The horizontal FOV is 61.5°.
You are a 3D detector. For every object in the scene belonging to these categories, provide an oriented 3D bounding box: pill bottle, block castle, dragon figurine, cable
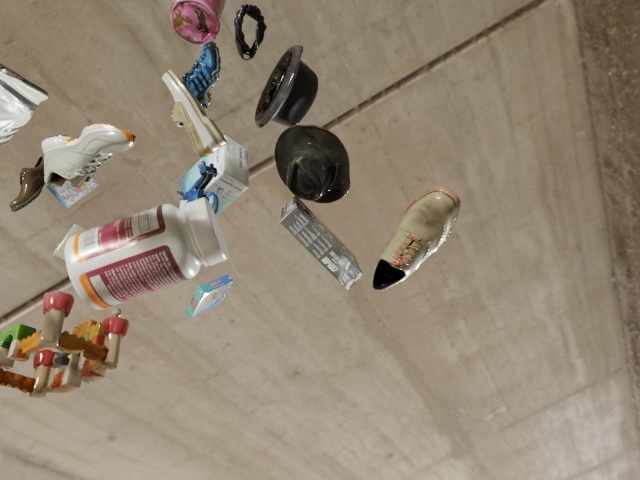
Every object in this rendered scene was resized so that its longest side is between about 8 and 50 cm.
[{"bbox_3d":[-0.475,0.029,1.508,0.224,0.391,0.224,161,90,-87],"label":"pill bottle"},{"bbox_3d":[-0.866,0.327,1.730,0.303,0.453,0.213,39,-144,-44],"label":"block castle"},{"bbox_3d":[-0.394,-0.120,1.765,0.085,0.144,0.289,18,-121,-48],"label":"dragon figurine"},{"bbox_3d":[-0.233,-0.709,1.803,0.047,0.151,0.185,26,154,23],"label":"cable"}]

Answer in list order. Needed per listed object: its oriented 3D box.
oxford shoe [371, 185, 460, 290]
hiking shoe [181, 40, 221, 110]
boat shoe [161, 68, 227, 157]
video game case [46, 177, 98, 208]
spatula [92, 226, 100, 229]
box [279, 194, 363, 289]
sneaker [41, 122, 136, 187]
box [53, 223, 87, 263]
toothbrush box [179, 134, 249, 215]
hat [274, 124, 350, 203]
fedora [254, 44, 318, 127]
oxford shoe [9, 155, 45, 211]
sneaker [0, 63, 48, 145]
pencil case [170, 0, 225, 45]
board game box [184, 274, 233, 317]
[{"bbox_3d":[0.227,0.013,1.309,0.123,0.130,0.348,32,139,6],"label":"oxford shoe"},{"bbox_3d":[-0.507,-0.681,2.242,0.132,0.304,0.113,-6,-142,-41],"label":"hiking shoe"},{"bbox_3d":[-0.429,-0.409,1.734,0.302,0.103,0.113,55,-175,5],"label":"boat shoe"},{"bbox_3d":[-1.039,-0.231,2.259,0.119,0.166,0.015,52,168,-13],"label":"video game case"},{"bbox_3d":[-0.790,0.062,2.041,0.019,0.168,0.242,88,177,-79],"label":"spatula"},{"bbox_3d":[0.000,0.000,1.764,0.307,0.076,0.242,45,-173,-12],"label":"box"},{"bbox_3d":[-0.525,-0.183,1.224,0.099,0.262,0.121,20,-114,-61],"label":"sneaker"},{"bbox_3d":[-0.766,0.065,1.832,0.232,0.127,0.148,34,158,-17],"label":"box"},{"bbox_3d":[-0.418,-0.230,2.116,0.126,0.295,0.216,30,-141,-36],"label":"toothbrush box"},{"bbox_3d":[-0.051,-0.243,1.931,0.331,0.331,0.134,58,-139,-23],"label":"hat"},{"bbox_3d":[-0.108,-0.543,1.991,0.152,0.334,0.334,24,-158,-24],"label":"fedora"},{"bbox_3d":[-0.996,-0.195,1.834,0.096,0.082,0.227,48,-132,-36],"label":"oxford shoe"},{"bbox_3d":[-0.871,-0.337,1.314,0.169,0.258,0.447,31,179,6],"label":"sneaker"},{"bbox_3d":[-0.388,-0.806,1.785,0.160,0.167,0.386,105,172,-48],"label":"pencil case"},{"bbox_3d":[-0.500,0.249,2.423,0.047,0.160,0.210,40,-154,14],"label":"board game box"}]
